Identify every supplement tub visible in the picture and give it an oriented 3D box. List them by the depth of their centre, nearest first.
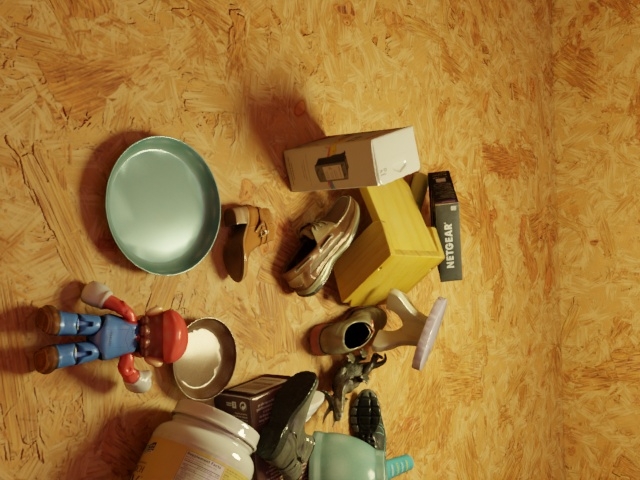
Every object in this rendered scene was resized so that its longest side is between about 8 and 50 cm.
[{"bbox_3d":[-0.288,0.536,1.424,0.241,0.241,0.331,48,53,-38],"label":"supplement tub"}]

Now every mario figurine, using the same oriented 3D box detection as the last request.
[{"bbox_3d":[-0.431,0.207,1.395,0.321,0.170,0.198,7,119,-40],"label":"mario figurine"}]

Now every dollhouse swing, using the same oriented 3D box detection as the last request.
[{"bbox_3d":[0.173,-0.008,2.100,0.347,0.315,0.305,3,47,-54],"label":"dollhouse swing"}]

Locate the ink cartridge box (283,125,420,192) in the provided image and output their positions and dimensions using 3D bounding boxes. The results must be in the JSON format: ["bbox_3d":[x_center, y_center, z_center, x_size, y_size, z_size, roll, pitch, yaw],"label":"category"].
[{"bbox_3d":[0.087,-0.226,1.853,0.226,0.306,0.131,-27,109,-48],"label":"ink cartridge box"}]

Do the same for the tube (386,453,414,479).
[{"bbox_3d":[0.222,0.750,2.182,0.207,0.052,0.080,-1,80,-44],"label":"tube"}]

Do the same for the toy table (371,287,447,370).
[{"bbox_3d":[0.273,0.264,2.042,0.274,0.161,0.252,-47,150,-56],"label":"toy table"}]

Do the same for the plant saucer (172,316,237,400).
[{"bbox_3d":[-0.284,0.282,1.599,0.199,0.036,0.198,2,87,-49],"label":"plant saucer"}]

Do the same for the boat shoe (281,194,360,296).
[{"bbox_3d":[0.000,0.000,1.872,0.120,0.123,0.323,41,65,-30],"label":"boat shoe"}]

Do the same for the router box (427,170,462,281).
[{"bbox_3d":[0.428,-0.051,2.293,0.243,0.081,0.308,-87,169,-58],"label":"router box"}]

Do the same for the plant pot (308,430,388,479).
[{"bbox_3d":[0.086,0.661,1.803,0.293,0.197,0.292,-5,90,-84],"label":"plant pot"}]

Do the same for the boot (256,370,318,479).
[{"bbox_3d":[-0.058,0.455,1.633,0.246,0.084,0.161,-60,138,-26],"label":"boot"}]

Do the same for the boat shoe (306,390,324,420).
[{"bbox_3d":[-0.055,0.481,1.849,0.184,0.066,0.063,-32,133,-53],"label":"boat shoe"}]

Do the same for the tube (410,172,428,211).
[{"bbox_3d":[0.325,-0.120,2.333,0.070,0.062,0.240,21,73,-15],"label":"tube"}]

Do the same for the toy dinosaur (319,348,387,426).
[{"bbox_3d":[0.093,0.399,1.988,0.121,0.160,0.313,45,34,2],"label":"toy dinosaur"}]

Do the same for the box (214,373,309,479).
[{"bbox_3d":[-0.140,0.548,1.684,0.191,0.143,0.381,-9,93,-51],"label":"box"}]

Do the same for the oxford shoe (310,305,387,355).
[{"bbox_3d":[0.121,0.276,2.008,0.348,0.130,0.122,-18,100,-51],"label":"oxford shoe"}]

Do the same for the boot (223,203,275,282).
[{"bbox_3d":[-0.174,0.005,1.717,0.152,0.073,0.197,-5,95,-54],"label":"boot"}]

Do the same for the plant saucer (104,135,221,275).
[{"bbox_3d":[-0.360,-0.078,1.519,0.318,0.044,0.317,2,88,-50],"label":"plant saucer"}]

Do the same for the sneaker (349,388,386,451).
[{"bbox_3d":[0.153,0.594,2.085,0.106,0.101,0.267,-2,89,-72],"label":"sneaker"}]
